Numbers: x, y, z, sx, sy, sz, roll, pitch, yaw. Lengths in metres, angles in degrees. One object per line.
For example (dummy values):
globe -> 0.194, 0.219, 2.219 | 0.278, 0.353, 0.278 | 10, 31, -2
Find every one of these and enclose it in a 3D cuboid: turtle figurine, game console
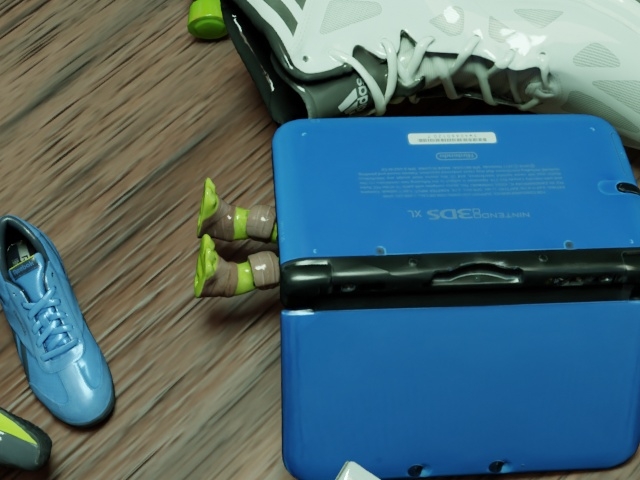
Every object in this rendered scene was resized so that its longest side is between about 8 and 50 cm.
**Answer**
turtle figurine -> 0.000, 0.000, 0.911 | 0.217, 0.087, 0.269 | 7, 63, -11
game console -> 0.109, 0.042, 0.832 | 0.293, 0.173, 0.250 | -1, 51, -6

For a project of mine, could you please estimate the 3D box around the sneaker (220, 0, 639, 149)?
sneaker -> 0.106, -0.147, 0.932 | 0.448, 0.169, 0.257 | 29, 62, 15

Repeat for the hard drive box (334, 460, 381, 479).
hard drive box -> 0.029, 0.305, 0.711 | 0.181, 0.089, 0.232 | 33, 66, 10

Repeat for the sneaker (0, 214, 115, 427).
sneaker -> -0.245, 0.068, 0.897 | 0.069, 0.082, 0.209 | -24, 62, -12

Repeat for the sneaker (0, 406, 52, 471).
sneaker -> -0.365, 0.185, 0.834 | 0.300, 0.111, 0.121 | -2, 69, 10

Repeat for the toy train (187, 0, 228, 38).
toy train -> -0.126, -0.281, 1.093 | 0.248, 0.105, 0.143 | -2, 72, 3
